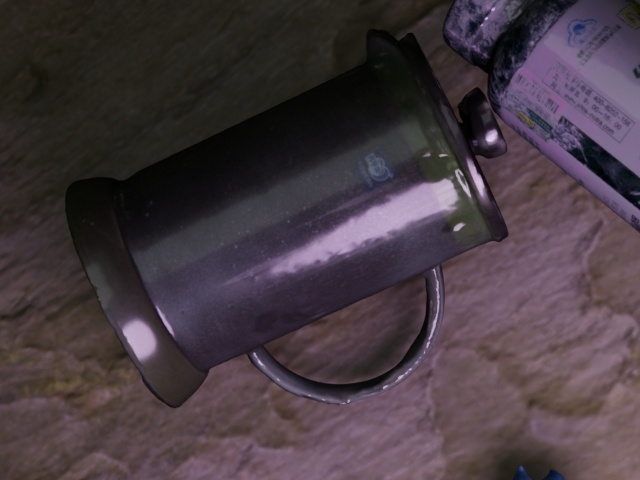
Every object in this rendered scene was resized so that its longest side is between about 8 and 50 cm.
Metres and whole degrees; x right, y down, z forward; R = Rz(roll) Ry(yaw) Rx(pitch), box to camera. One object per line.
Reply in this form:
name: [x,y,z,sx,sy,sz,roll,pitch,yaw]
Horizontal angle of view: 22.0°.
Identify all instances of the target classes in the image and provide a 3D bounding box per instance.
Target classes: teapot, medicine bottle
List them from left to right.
teapot: [0.000,0.000,1.328,0.337,0.200,0.270,-26,99,5]
medicine bottle: [0.235,-0.112,1.309,0.293,0.141,0.141,41,89,19]

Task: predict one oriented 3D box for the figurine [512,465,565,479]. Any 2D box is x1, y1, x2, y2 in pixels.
figurine: [0.176,0.226,1.285,0.114,0.079,0.114,-2,87,48]
